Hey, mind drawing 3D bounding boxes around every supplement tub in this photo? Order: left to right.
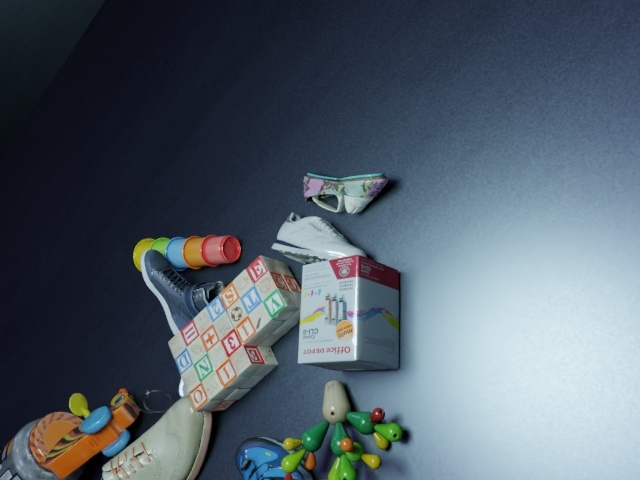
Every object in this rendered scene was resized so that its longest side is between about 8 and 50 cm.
[{"bbox_3d":[-0.735,0.588,1.459,0.316,0.193,0.193,-43,51,21],"label":"supplement tub"}]

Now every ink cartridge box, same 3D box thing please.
[{"bbox_3d":[0.050,0.131,0.978,0.128,0.127,0.176,-13,67,38],"label":"ink cartridge box"}]

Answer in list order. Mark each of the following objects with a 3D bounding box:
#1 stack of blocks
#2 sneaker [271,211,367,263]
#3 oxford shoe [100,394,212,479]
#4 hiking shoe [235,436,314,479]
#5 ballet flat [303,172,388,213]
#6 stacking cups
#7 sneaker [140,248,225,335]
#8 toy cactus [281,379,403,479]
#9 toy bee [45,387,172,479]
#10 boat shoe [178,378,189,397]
[{"bbox_3d":[-0.161,0.193,1.157,0.297,0.087,0.171,-43,58,18],"label":"stack of blocks"},{"bbox_3d":[0.000,0.000,1.108,0.235,0.090,0.095,14,74,42],"label":"sneaker"},{"bbox_3d":[-0.368,0.483,1.199,0.140,0.146,0.397,43,105,42],"label":"oxford shoe"},{"bbox_3d":[-0.071,0.442,0.964,0.304,0.132,0.113,35,98,44],"label":"hiking shoe"},{"bbox_3d":[0.046,-0.094,1.116,0.221,0.077,0.079,8,98,48],"label":"ballet flat"},{"bbox_3d":[-0.321,0.036,1.385,0.316,0.096,0.096,-2,72,36],"label":"stacking cups"},{"bbox_3d":[-0.308,0.097,1.299,0.163,0.086,0.226,-30,89,34],"label":"sneaker"},{"bbox_3d":[0.023,0.317,0.948,0.219,0.112,0.180,-32,38,21],"label":"toy cactus"},{"bbox_3d":[-0.491,0.433,1.349,0.162,0.298,0.195,-140,39,-70],"label":"toy bee"},{"bbox_3d":[-0.288,0.286,1.279,0.040,0.049,0.142,112,171,-68],"label":"boat shoe"}]
